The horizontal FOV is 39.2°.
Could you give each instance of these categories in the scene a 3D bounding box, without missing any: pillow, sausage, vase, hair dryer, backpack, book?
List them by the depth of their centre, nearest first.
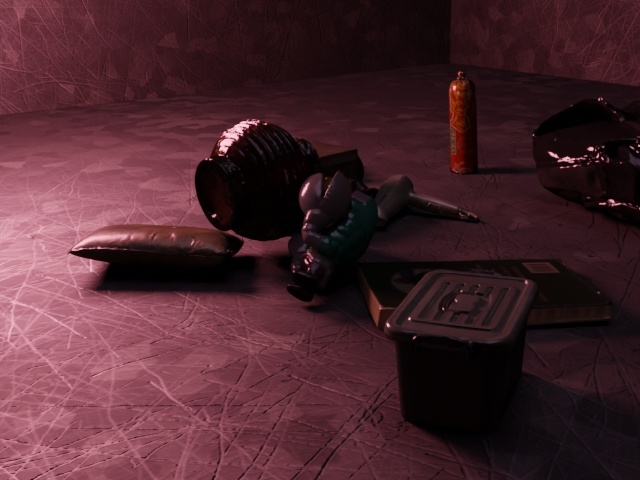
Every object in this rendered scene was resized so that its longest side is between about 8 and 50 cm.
[{"bbox_3d":[0.258,0.083,1.487,0.370,0.043,0.260,-1,15,-5],"label":"book"},{"bbox_3d":[-0.295,0.010,1.675,0.302,0.075,0.185,2,9,6],"label":"pillow"},{"bbox_3d":[0.222,-0.063,1.928,0.237,0.075,0.206,13,28,16],"label":"hair dryer"},{"bbox_3d":[0.669,-0.174,1.929,0.363,0.255,0.445,-8,15,-41],"label":"backpack"},{"bbox_3d":[0.068,-0.134,2.073,0.120,0.120,0.183,-13,39,-32],"label":"vase"},{"bbox_3d":[0.366,-0.304,2.309,0.083,0.264,0.083,-5,20,2],"label":"sausage"}]

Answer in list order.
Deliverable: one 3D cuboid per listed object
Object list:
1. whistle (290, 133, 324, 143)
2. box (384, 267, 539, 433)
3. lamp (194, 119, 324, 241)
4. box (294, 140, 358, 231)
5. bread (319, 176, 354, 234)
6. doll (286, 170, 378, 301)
[{"bbox_3d":[-0.003,-0.219,2.345,0.180,0.093,0.269,19,12,-17],"label":"whistle"},{"bbox_3d":[0.187,0.139,1.164,0.163,0.135,0.243,5,20,21],"label":"box"},{"bbox_3d":[-0.111,-0.114,1.698,0.246,0.247,0.247,-1,18,0],"label":"lamp"},{"bbox_3d":[-0.045,-0.120,1.946,0.155,0.149,0.231,15,24,41],"label":"box"},{"bbox_3d":[0.018,-0.046,1.730,0.074,0.139,0.084,12,22,33],"label":"bread"},{"bbox_3d":[0.009,-0.017,1.563,0.153,0.195,0.258,31,16,5],"label":"doll"}]
